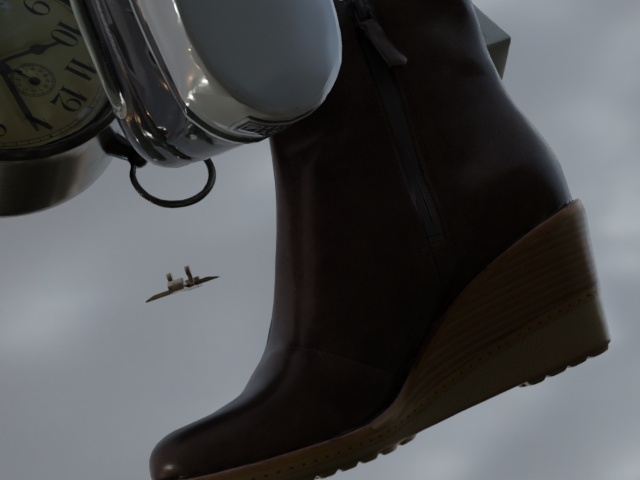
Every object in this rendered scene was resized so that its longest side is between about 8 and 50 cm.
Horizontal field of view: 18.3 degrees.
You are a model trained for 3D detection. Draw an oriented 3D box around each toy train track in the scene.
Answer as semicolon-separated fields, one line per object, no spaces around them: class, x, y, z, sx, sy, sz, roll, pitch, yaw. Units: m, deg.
toy train track;-0.086;0.025;1.254;0.048;0.014;0.083;-19;-2;4

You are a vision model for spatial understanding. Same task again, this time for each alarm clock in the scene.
alarm clock;-0.136;-0.062;0.913;0.192;0.129;0.064;25;-41;9

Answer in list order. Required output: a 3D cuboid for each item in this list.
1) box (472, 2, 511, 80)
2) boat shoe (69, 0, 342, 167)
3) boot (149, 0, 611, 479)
box;0.078;-0.132;1.524;0.087;0.102;0.101;-22;-39;-27
boat shoe;-0.081;-0.178;0.815;0.108;0.301;0.102;-16;-4;-43
boot;0.000;0.000;0.938;0.248;0.207;0.090;-23;-4;-16
